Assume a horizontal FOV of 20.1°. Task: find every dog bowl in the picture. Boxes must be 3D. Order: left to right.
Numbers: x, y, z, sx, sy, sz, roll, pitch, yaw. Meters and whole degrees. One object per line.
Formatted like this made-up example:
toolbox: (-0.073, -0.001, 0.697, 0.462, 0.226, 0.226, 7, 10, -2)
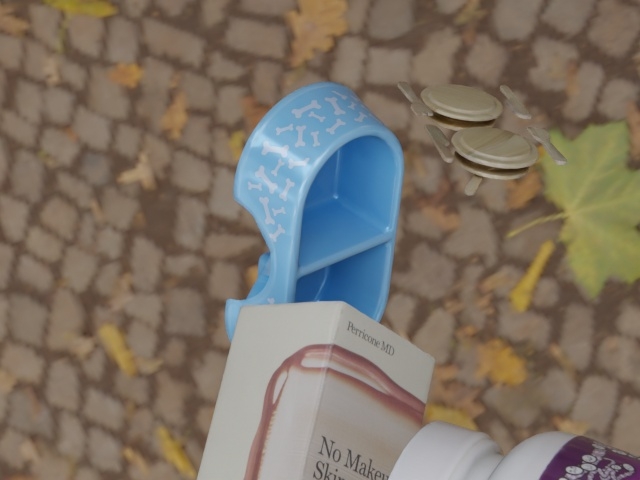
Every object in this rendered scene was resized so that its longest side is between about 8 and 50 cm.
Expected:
dog bowl: (0.000, 0.000, 1.698, 0.074, 0.166, 0.297, 33, 130, 36)

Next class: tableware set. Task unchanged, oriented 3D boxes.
tableware set: (0.157, -0.104, 1.816, 0.194, 0.128, 0.039, -115, 30, -59)

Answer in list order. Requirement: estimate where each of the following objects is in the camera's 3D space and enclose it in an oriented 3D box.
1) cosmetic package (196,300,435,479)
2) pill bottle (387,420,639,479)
cosmetic package: (-0.015, 0.216, 1.573, 0.129, 0.153, 0.296, -6, 64, 41)
pill bottle: (0.189, 0.221, 1.159, 0.302, 0.169, 0.169, 17, 113, 24)
